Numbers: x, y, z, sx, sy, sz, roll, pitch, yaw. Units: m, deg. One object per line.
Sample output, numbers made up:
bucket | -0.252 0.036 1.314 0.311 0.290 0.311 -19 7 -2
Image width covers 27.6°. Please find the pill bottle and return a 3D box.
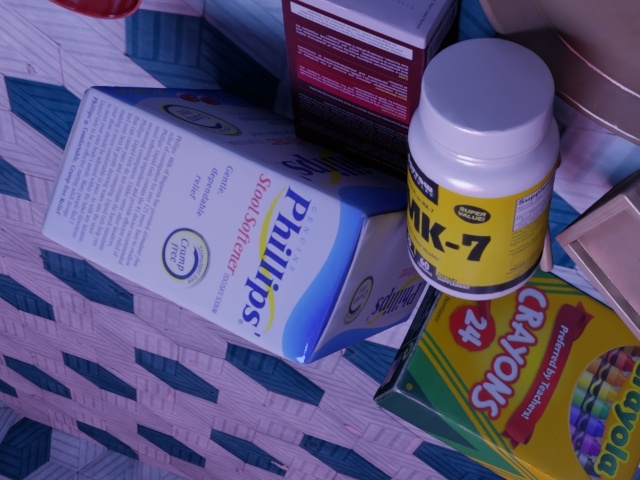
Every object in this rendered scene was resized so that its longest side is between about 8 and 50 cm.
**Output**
pill bottle | 0.129 -0.055 1.048 0.119 0.119 0.208 21 147 18

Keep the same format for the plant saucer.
plant saucer | 0.231 -0.145 0.903 0.278 0.041 0.278 33 165 10

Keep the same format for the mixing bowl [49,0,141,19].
mixing bowl | -0.205 -0.282 1.093 0.181 0.098 0.181 25 158 11

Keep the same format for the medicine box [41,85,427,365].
medicine box | -0.057 -0.026 1.220 0.289 0.149 0.263 25 -166 19

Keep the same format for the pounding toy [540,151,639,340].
pounding toy | 0.262 -0.020 1.129 0.206 0.094 0.181 51 157 3

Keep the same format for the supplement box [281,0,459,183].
supplement box | 0.043 -0.151 1.116 0.130 0.073 0.239 24 157 13

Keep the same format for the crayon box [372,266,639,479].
crayon box | 0.242 0.155 1.372 0.318 0.202 0.081 30 158 -5
